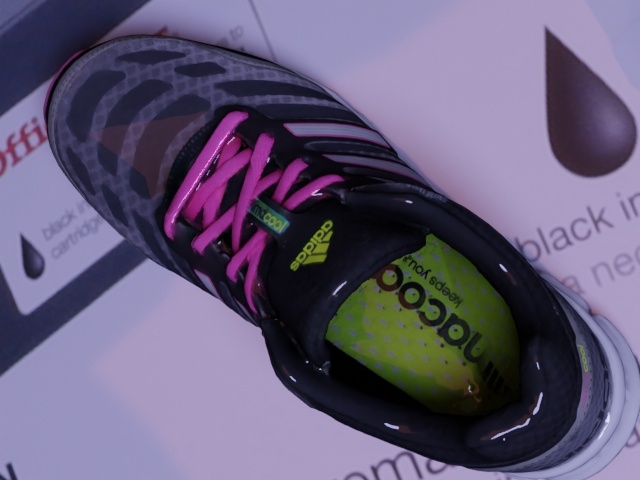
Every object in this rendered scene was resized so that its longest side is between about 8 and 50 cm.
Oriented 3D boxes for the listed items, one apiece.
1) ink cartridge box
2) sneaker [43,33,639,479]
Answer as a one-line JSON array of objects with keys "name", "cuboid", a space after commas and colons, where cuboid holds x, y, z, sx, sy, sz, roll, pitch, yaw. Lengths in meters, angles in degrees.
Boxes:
[{"name": "ink cartridge box", "cuboid": [-0.036, -0.041, 0.583, 0.285, 0.166, 0.395, -25, 80, 11]}, {"name": "sneaker", "cuboid": [0.000, 0.000, 0.446, 0.170, 0.075, 0.063, 36, 94, 12]}]
